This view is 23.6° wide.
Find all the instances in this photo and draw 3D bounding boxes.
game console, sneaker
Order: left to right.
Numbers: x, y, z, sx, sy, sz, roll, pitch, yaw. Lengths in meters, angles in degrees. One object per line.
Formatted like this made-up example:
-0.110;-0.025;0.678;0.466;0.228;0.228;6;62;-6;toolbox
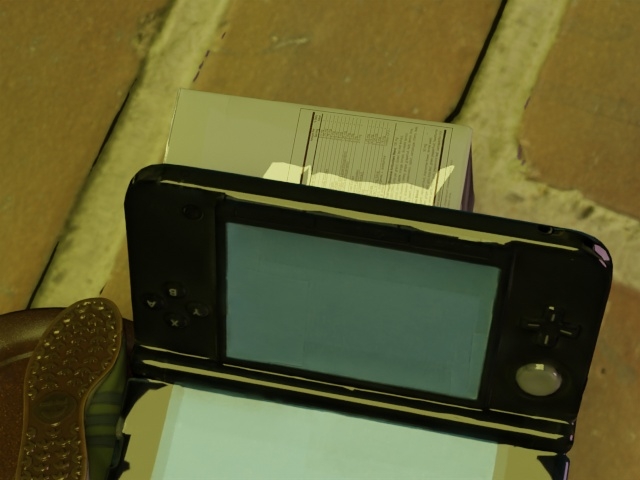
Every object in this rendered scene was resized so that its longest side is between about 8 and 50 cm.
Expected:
-0.165;0.134;1.050;0.064;0.086;0.192;-5;41;7;sneaker
0.009;0.115;0.921;0.293;0.250;0.173;9;46;6;game console

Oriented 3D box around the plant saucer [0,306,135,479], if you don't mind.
-0.180;0.191;1.086;0.310;0.050;0.311;5;70;-15;plant saucer

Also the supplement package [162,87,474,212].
0.000;0.000;1.094;0.203;0.194;0.149;8;78;7;supplement package
